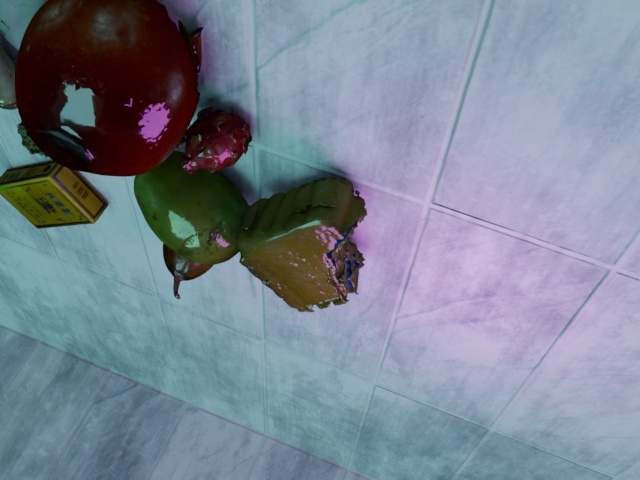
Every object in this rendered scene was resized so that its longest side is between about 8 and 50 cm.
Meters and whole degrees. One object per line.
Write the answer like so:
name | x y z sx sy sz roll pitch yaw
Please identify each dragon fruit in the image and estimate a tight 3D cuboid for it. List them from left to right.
dragon fruit | -0.228 -0.211 1.518 0.136 0.166 0.133 47 -173 -37

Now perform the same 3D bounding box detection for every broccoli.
broccoli | -0.739 -0.262 1.848 0.095 0.097 0.092 0 -172 7

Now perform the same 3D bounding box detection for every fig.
fig | -0.364 0.046 1.967 0.148 0.202 0.149 21 -174 33

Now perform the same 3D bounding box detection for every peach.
peach | -0.415 -0.289 1.379 0.335 0.310 0.406 33 148 -6

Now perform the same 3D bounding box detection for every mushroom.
mushroom | -0.743 -0.409 1.601 0.107 0.087 0.333 44 162 9

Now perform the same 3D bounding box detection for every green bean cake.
green bean cake | 0.000 0.000 1.630 0.285 0.202 0.310 -14 133 30

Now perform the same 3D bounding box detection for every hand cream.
hand cream | -0.615 -0.478 1.434 0.185 0.118 0.359 42 152 -22

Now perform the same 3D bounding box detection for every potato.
potato | -0.297 -0.074 1.694 0.216 0.216 0.304 -11 129 44

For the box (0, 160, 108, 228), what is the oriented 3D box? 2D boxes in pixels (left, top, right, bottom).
box | -0.785 -0.131 2.072 0.301 0.084 0.193 -3 138 38
